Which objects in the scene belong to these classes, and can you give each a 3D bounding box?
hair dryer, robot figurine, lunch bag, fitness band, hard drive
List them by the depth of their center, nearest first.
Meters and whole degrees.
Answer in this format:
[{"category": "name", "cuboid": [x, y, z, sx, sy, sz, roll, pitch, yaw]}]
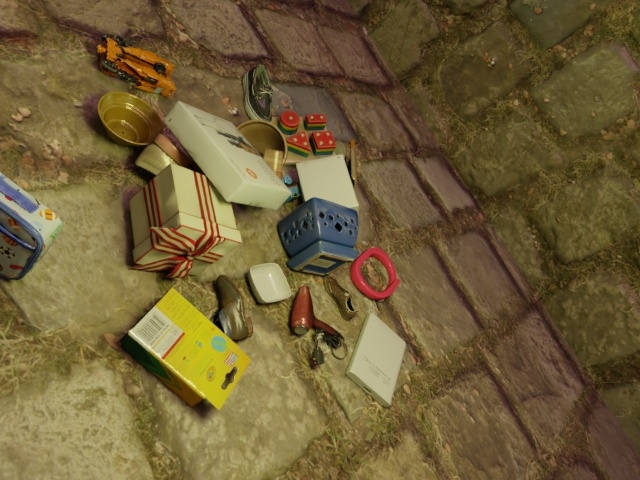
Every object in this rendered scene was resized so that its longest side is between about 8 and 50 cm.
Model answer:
[{"category": "lunch bag", "cuboid": [-0.772, -0.062, 1.195, 0.303, 0.243, 0.115, 40, 39, -15]}, {"category": "hair dryer", "cuboid": [-0.023, 0.298, 1.820, 0.224, 0.080, 0.293, 2, 63, -63]}, {"category": "robot figurine", "cuboid": [-0.678, -0.636, 1.884, 0.291, 0.085, 0.211, 13, 51, -39]}, {"category": "hard drive", "cuboid": [0.217, 0.445, 1.946, 0.203, 0.040, 0.307, 43, 38, -11]}, {"category": "fitness band", "cuboid": [0.236, 0.144, 2.205, 0.209, 0.054, 0.291, 50, 37, 2]}]

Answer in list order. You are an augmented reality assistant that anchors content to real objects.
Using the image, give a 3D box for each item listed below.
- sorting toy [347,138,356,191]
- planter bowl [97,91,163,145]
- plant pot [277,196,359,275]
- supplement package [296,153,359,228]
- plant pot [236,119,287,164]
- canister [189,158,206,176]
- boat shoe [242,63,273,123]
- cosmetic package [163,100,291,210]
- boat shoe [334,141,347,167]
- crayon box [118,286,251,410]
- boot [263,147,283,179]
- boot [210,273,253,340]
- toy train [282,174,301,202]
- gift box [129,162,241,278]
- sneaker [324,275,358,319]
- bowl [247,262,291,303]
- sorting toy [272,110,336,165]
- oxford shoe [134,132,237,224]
[{"category": "sorting toy", "cuboid": [0.137, -0.309, 2.371, 0.041, 0.229, 0.307, 1, 50, 0]}, {"category": "planter bowl", "cuboid": [-0.643, -0.380, 1.707, 0.217, 0.090, 0.217, 26, 45, -29]}, {"category": "plant pot", "cuboid": [0.000, 0.000, 1.941, 0.236, 0.236, 0.212, 14, 57, -38]}, {"category": "supplement package", "cuboid": [0.025, -0.193, 2.110, 0.204, 0.145, 0.261, -12, 61, -5]}, {"category": "plant pot", "cuboid": [-0.243, -0.345, 2.024, 0.237, 0.237, 0.110, 56, 0, 6]}, {"category": "canister", "cuboid": [-0.375, -0.256, 1.850, 0.170, 0.126, 0.073, 45, 38, -5]}, {"category": "boat shoe", "cuboid": [-0.269, -0.647, 2.275, 0.121, 0.119, 0.335, 8, 55, -42]}, {"category": "cosmetic package", "cuboid": [-0.298, -0.271, 1.686, 0.377, 0.097, 0.284, 50, 20, 19]}, {"category": "boat shoe", "cuboid": [0.063, -0.311, 2.354, 0.113, 0.127, 0.339, 71, 13, -48]}, {"category": "crayon box", "cuboid": [-0.368, 0.310, 1.433, 0.318, 0.081, 0.202, 44, 38, -8]}, {"category": "boot", "cuboid": [-0.281, -0.247, 1.927, 0.284, 0.220, 0.109, 12, 7, 5]}, {"category": "boot", "cuboid": [-0.293, 0.210, 1.590, 0.106, 0.082, 0.219, -13, 72, -52]}, {"category": "toy train", "cuboid": [-0.164, -0.198, 2.055, 0.184, 0.080, 0.105, -19, 81, -51]}, {"category": "gift box", "cuboid": [-0.425, -0.041, 1.528, 0.276, 0.255, 0.258, 13, 49, -46]}, {"category": "sneaker", "cuboid": [0.086, 0.210, 1.979, 0.066, 0.071, 0.188, -19, 75, -50]}, {"category": "bowl", "cuboid": [-0.184, 0.153, 1.769, 0.142, 0.053, 0.142, -7, 66, -48]}, {"category": "sorting toy", "cuboid": [-0.070, -0.466, 2.280, 0.256, 0.089, 0.257, -7, 63, -22]}, {"category": "oxford shoe", "cuboid": [-0.445, -0.169, 1.735, 0.397, 0.146, 0.140, 48, -7, -22]}]
